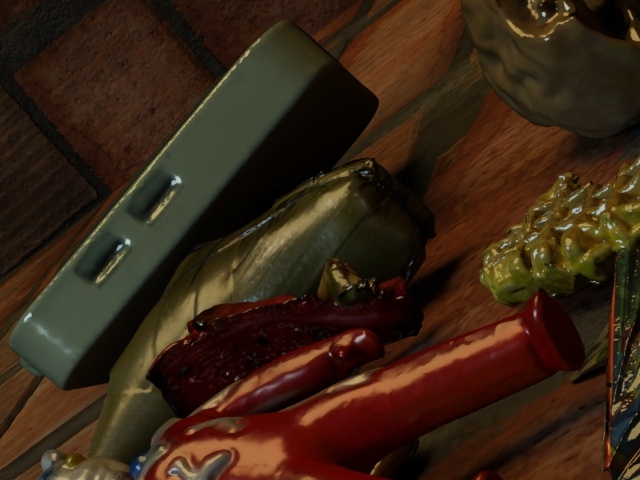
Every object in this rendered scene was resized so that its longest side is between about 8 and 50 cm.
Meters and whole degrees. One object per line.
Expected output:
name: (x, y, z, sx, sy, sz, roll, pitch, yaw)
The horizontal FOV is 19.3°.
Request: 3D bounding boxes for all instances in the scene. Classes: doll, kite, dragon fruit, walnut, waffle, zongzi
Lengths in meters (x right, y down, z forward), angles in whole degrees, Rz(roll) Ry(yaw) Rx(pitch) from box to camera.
doll: (-0.035, 0.135, 1.057, 0.384, 0.099, 0.188, -21, 31, 35)
kite: (0.196, 0.051, 0.894, 0.183, 0.014, 0.241, -56, 25, -11)
dragon fruit: (-0.021, 0.077, 1.304, 0.192, 0.092, 0.122, -21, 59, 14)
walnut: (0.183, -0.176, 1.457, 0.141, 0.204, 0.238, -50, 4, 30)
waffle: (0.180, -0.018, 1.190, 0.149, 0.051, 0.194, -45, 7, -25)
zongzi: (-0.056, 0.083, 1.413, 0.260, 0.123, 0.289, -29, 20, 42)

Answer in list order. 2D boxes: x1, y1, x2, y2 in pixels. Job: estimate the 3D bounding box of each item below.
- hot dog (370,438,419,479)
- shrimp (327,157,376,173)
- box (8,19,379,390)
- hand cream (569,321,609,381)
hot dog: (0.001, 0.158, 1.123, 0.144, 0.038, 0.062, -42, 14, 0)
shrimp: (0.000, 0.000, 1.715, 0.222, 0.054, 0.290, -28, 17, 50)
box: (-0.108, -0.026, 1.717, 0.373, 0.090, 0.367, -49, -8, 4)
hand cream: (0.192, 0.034, 1.009, 0.057, 0.037, 0.165, -48, 7, -36)
